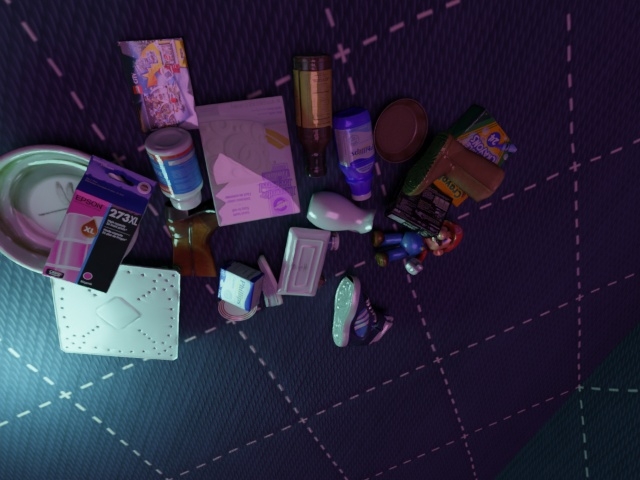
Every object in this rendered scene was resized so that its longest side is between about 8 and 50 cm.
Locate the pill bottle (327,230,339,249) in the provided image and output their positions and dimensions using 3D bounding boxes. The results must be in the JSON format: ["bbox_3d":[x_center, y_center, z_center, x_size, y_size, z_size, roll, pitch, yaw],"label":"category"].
[{"bbox_3d":[0.000,0.000,1.418,0.120,0.067,0.067,2,119,-15],"label":"pill bottle"}]

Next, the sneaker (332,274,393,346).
[{"bbox_3d":[0.184,0.272,1.599,0.236,0.130,0.322,-2,116,-23],"label":"sneaker"}]

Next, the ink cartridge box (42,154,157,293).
[{"bbox_3d":[-0.615,-0.034,1.135,0.176,0.069,0.371,24,106,-25],"label":"ink cartridge box"}]

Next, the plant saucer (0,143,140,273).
[{"bbox_3d":[-0.729,-0.086,1.166,0.400,0.100,0.400,-7,118,-13],"label":"plant saucer"}]

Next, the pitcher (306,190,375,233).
[{"bbox_3d":[0.059,-0.080,1.361,0.207,0.178,0.125,16,72,-6],"label":"pitcher"}]

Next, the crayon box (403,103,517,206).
[{"bbox_3d":[0.469,-0.261,1.372,0.203,0.083,0.323,36,106,-28],"label":"crayon box"}]

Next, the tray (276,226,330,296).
[{"bbox_3d":[-0.057,0.085,1.394,0.145,0.030,0.270,6,117,-16],"label":"tray"}]

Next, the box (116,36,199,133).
[{"bbox_3d":[-0.425,-0.412,1.089,0.159,0.044,0.233,-8,121,-9],"label":"box"}]

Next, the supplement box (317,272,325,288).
[{"bbox_3d":[-0.030,0.135,1.497,0.083,0.055,0.043,27,111,-25],"label":"supplement box"}]

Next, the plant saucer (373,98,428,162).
[{"bbox_3d":[0.246,-0.345,1.281,0.199,0.036,0.198,-12,119,-21],"label":"plant saucer"}]

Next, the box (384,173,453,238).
[{"bbox_3d":[0.328,-0.112,1.365,0.180,0.077,0.147,26,79,-8],"label":"box"}]

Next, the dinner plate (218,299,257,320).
[{"bbox_3d":[-0.307,0.245,1.510,0.141,0.017,0.141,-6,125,-8],"label":"dinner plate"}]

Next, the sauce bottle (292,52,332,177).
[{"bbox_3d":[-0.021,-0.356,1.184,0.111,0.111,0.344,-7,122,-10],"label":"sauce bottle"}]

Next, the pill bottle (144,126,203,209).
[{"bbox_3d":[-0.404,-0.196,1.155,0.124,0.124,0.221,-9,138,-8],"label":"pill bottle"}]

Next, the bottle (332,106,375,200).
[{"bbox_3d":[0.111,-0.263,1.273,0.118,0.092,0.283,-25,124,-21],"label":"bottle"}]

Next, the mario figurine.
[{"bbox_3d":[0.353,-0.007,1.444,0.320,0.170,0.198,-13,120,-5],"label":"mario figurine"}]

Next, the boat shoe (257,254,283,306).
[{"bbox_3d":[-0.197,0.154,1.452,0.081,0.079,0.227,-19,125,-7],"label":"boat shoe"}]

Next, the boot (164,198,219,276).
[{"bbox_3d":[-0.360,0.008,1.320,0.264,0.096,0.280,-4,121,-12],"label":"boot"}]

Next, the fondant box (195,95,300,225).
[{"bbox_3d":[-0.201,-0.225,1.165,0.238,0.096,0.330,-10,103,-8],"label":"fondant box"}]

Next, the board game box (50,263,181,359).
[{"bbox_3d":[-0.674,0.232,1.372,0.390,0.050,0.390,7,118,-9],"label":"board game box"}]

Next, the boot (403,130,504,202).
[{"bbox_3d":[0.431,-0.190,1.304,0.269,0.089,0.236,27,110,-27],"label":"boot"}]

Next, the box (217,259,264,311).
[{"bbox_3d":[-0.275,0.156,1.403,0.137,0.072,0.126,21,118,15],"label":"box"}]
